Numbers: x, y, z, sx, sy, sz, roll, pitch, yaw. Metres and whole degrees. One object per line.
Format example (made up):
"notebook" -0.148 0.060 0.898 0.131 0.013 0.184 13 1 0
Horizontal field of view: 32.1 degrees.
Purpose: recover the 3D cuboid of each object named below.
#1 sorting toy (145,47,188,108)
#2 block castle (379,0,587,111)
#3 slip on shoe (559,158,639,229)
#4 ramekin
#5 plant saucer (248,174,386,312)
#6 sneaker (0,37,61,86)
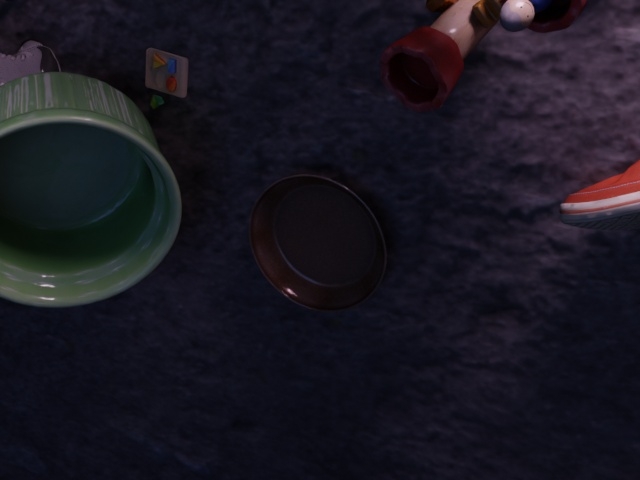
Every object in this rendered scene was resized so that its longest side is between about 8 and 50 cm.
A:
"sorting toy" -0.208 -0.211 1.485 0.062 0.012 0.083 17 119 17
"block castle" 0.058 -0.364 1.091 0.453 0.213 0.303 49 148 -10
"slip on shoe" 0.410 -0.085 1.207 0.331 0.123 0.101 -24 70 37
"ramekin" -0.343 -0.072 1.461 0.303 0.148 0.304 -9 130 -10
"plant saucer" 0.000 0.000 1.474 0.198 0.036 0.199 10 117 20
"sneaker" -0.440 -0.238 1.505 0.228 0.132 0.086 36 140 -29
